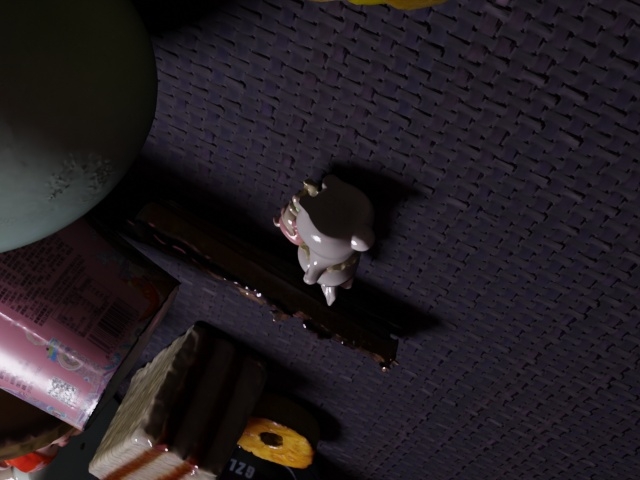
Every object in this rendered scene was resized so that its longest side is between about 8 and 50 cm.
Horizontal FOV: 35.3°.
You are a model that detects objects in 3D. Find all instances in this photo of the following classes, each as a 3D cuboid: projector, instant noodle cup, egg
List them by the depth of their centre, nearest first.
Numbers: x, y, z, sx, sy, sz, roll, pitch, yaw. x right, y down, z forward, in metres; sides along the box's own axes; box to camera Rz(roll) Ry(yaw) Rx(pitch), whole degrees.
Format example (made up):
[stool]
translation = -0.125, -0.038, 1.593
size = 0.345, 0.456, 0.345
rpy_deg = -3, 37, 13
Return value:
[egg]
translation = -0.302, -0.123, 0.772
size = 0.388, 0.276, 0.276
rpy_deg = 5, 145, 29
[instant noodle cup]
translation = -0.295, 0.061, 1.080
size = 0.231, 0.243, 0.243
rpy_deg = 33, 150, -3
[projector]
translation = -0.471, 0.337, 1.682
size = 0.177, 0.243, 0.163
rpy_deg = 7, 149, 26

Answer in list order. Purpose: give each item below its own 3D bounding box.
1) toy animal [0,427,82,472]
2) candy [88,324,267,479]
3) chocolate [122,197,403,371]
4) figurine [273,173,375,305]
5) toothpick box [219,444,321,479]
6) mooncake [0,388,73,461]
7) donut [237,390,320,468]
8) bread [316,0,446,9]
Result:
[toy animal]
translation = -0.434, 0.247, 1.510
size = 0.171, 0.198, 0.171
rpy_deg = 3, 179, 0
[candy]
translation = -0.207, 0.256, 1.421
size = 0.135, 0.179, 0.320
rpy_deg = 31, 150, -11
[chocolate]
translation = -0.058, 0.044, 1.093
size = 0.329, 0.065, 0.102
rpy_deg = 28, 171, -6
[figurine]
translation = 0.007, -0.007, 0.969
size = 0.098, 0.081, 0.146
rpy_deg = 64, 163, 18
[toothpick box]
translation = -0.167, 0.482, 1.580
size = 0.263, 0.355, 0.263
rpy_deg = 18, 150, 11
[mooncake]
translation = -0.462, 0.092, 1.296
size = 0.394, 0.393, 0.246
rpy_deg = -6, 171, -37
[donut]
translation = -0.065, 0.273, 1.469
size = 0.151, 0.058, 0.152
rpy_deg = 17, 149, 11
[bread]
translation = 0.020, -0.241, 0.467
size = 0.333, 0.160, 0.333
rpy_deg = 19, 149, 12
